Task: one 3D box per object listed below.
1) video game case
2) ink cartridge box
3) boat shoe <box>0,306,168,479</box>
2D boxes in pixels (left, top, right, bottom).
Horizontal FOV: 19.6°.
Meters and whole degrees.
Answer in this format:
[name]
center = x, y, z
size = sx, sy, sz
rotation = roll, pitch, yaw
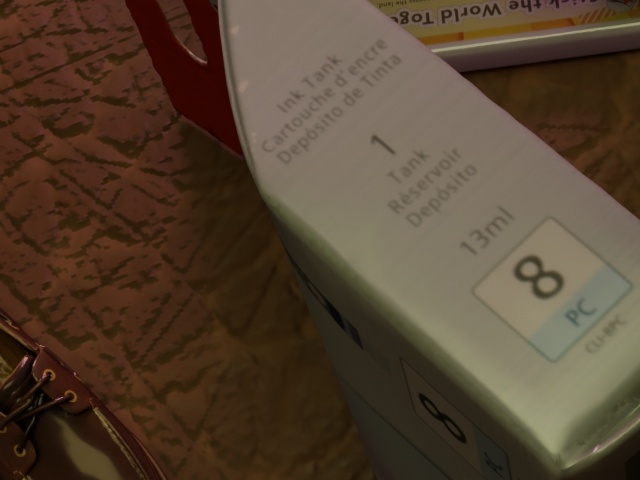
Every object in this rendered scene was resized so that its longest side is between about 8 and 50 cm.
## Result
[video game case]
center = 0.086, -0.185, 1.000
size = 0.227, 0.026, 0.206
rotation = -7, 63, 8
[ink cartridge box]
center = 0.000, 0.000, 0.769
size = 0.091, 0.308, 0.385
rotation = -43, 64, -12
[boat shoe]
center = -0.141, 0.086, 0.896
size = 0.064, 0.060, 0.178
rotation = -43, 64, -10
